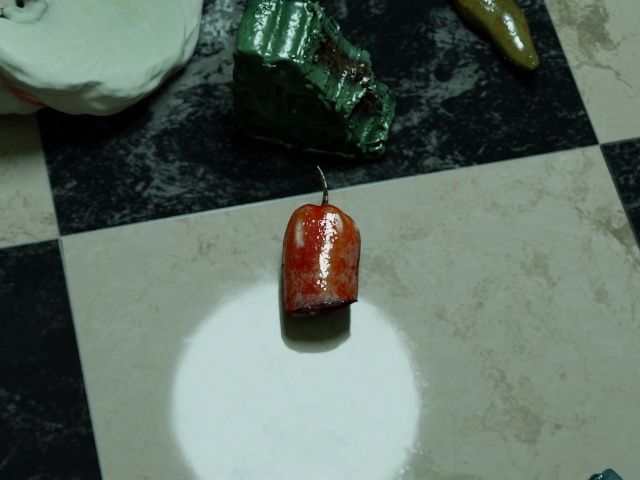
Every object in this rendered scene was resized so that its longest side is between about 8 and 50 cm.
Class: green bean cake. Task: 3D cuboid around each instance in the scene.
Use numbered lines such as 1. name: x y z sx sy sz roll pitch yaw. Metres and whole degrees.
1. green bean cake: -0.007 -0.188 1.749 0.193 0.208 0.107 15 64 5

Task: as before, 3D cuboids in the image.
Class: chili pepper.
1. chili pepper: 0.000 0.000 1.716 0.086 0.084 0.192 9 64 -19

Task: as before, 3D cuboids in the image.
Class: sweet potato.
1. sweet potato: 0.199 -0.314 1.918 0.067 0.067 0.274 -24 64 -17

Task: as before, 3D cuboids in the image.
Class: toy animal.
1. toy animal: -0.292 -0.245 1.803 0.266 0.188 0.308 29 49 -13

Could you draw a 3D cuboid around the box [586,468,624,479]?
1. box: 0.293 0.290 1.598 0.099 0.054 0.074 -36 68 -21
